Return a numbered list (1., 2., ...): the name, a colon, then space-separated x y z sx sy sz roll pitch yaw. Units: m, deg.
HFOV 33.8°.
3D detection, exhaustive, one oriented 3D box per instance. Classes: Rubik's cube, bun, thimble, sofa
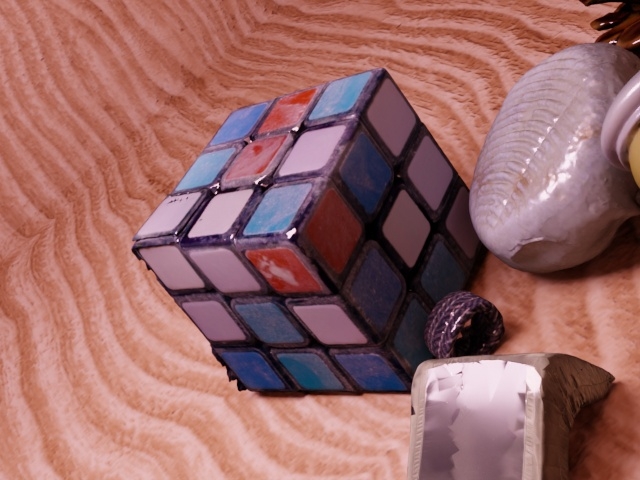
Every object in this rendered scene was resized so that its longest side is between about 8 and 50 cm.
1. Rubik's cube: 0.000 0.000 1.597 0.358 0.362 0.363 -8 39 44
2. bun: 0.357 -0.105 1.503 0.354 0.194 0.354 -58 16 27
3. thimble: 0.198 0.124 1.467 0.104 0.095 0.066 -29 29 -17
4. sofa: 0.227 0.252 1.274 0.210 0.176 0.226 -11 66 37

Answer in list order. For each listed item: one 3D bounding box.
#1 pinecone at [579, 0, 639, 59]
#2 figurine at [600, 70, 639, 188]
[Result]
1. pinecone: 0.577 -0.417 1.553 0.397 0.398 0.398 -26 31 17
2. figurine: 0.424 -0.045 1.220 0.205 0.224 0.382 2 70 24
